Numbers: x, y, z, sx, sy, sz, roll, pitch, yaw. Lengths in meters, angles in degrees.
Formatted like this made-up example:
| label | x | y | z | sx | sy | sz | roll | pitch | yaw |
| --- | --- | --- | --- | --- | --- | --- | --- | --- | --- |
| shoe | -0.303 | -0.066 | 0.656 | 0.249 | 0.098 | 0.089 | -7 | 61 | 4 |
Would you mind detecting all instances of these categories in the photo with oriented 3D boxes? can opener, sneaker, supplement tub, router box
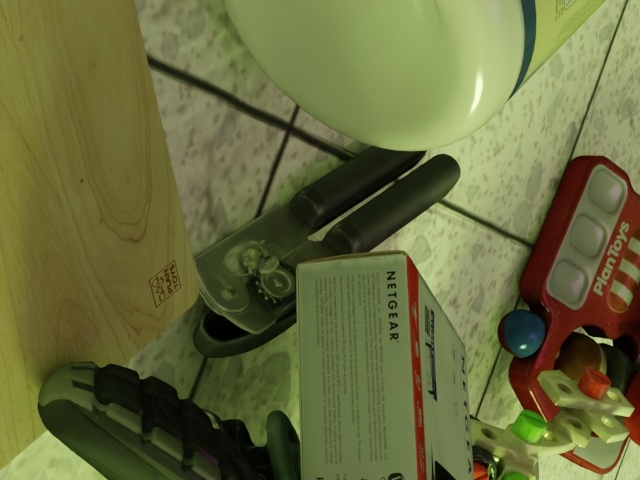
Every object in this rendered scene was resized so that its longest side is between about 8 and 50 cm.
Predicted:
| label | x | y | z | sx | sy | sz | roll | pitch | yaw |
| --- | --- | --- | --- | --- | --- | --- | --- | --- | --- |
| can opener | 0.000 | 0.000 | 1.088 | 0.283 | 0.076 | 0.095 | -34 | 165 | -42 |
| sneaker | -0.066 | 0.175 | 0.803 | 0.267 | 0.101 | 0.106 | 39 | 99 | -16 |
| supplement tub | 0.106 | -0.239 | 0.943 | 0.325 | 0.235 | 0.235 | -45 | 139 | -33 |
| router box | 0.061 | 0.209 | 1.029 | 0.301 | 0.082 | 0.335 | 50 | 36 | -69 |

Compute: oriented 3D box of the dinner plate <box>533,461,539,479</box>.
| label | x | y | z | sx | sy | sz | roll | pitch | yaw |
| --- | --- | --- | --- | --- | --- | --- | --- | --- | --- |
| dinner plate | 0.226 | 0.316 | 1.605 | 0.141 | 0.017 | 0.141 | -32 | 132 | -45 |

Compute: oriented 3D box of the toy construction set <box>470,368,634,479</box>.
| label | x | y | z | sx | sy | sz | roll | pitch | yaw |
| --- | --- | --- | --- | --- | --- | --- | --- | --- | --- |
| toy construction set | 0.189 | 0.274 | 1.359 | 0.215 | 0.151 | 0.328 | 20 | 99 | -15 |

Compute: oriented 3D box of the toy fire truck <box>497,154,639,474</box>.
| label | x | y | z | sx | sy | sz | roll | pitch | yaw |
| --- | --- | --- | --- | --- | --- | --- | --- | --- | --- |
| toy fire truck | 0.305 | 0.088 | 1.498 | 0.254 | 0.169 | 0.302 | 31 | 80 | -31 |

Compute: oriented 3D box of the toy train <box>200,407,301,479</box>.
| label | x | y | z | sx | sy | sz | roll | pitch | yaw |
| --- | --- | --- | --- | --- | --- | --- | --- | --- | --- |
| toy train | -0.042 | 0.271 | 1.026 | 0.334 | 0.142 | 0.190 | 68 | 12 | -45 |

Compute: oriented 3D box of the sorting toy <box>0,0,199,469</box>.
| label | x | y | z | sx | sy | sz | roll | pitch | yaw |
| --- | --- | --- | --- | --- | --- | --- | --- | --- | --- |
| sorting toy | -0.203 | -0.009 | 0.753 | 0.255 | 0.089 | 0.257 | -42 | 138 | -36 |
